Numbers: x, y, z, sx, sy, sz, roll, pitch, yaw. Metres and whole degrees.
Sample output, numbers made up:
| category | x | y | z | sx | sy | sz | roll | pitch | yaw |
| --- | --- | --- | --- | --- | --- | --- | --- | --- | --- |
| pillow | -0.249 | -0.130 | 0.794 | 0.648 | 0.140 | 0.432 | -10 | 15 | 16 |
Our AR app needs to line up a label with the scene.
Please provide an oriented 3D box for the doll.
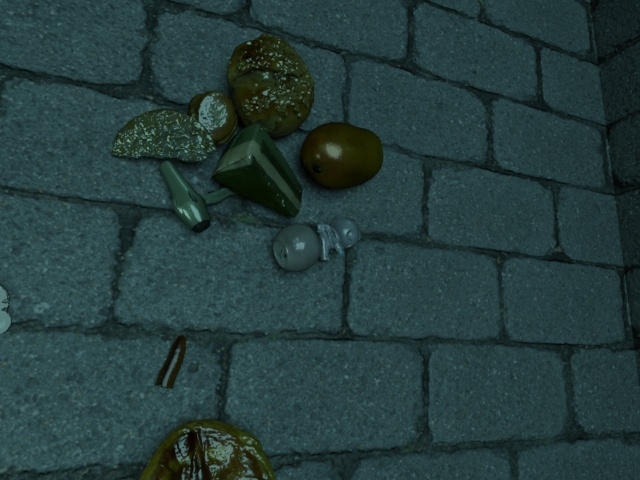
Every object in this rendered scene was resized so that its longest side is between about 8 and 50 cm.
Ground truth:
| category | x | y | z | sx | sy | sz | roll | pitch | yaw |
| --- | --- | --- | --- | --- | --- | --- | --- | --- | --- |
| doll | 0.000 | 0.000 | 1.403 | 0.287 | 0.151 | 0.151 | -17 | 85 | -29 |

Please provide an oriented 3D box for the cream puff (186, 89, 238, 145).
| category | x | y | z | sx | sy | sz | roll | pitch | yaw |
| --- | --- | --- | --- | --- | --- | --- | --- | --- | --- |
| cream puff | -0.320 | -0.355 | 1.350 | 0.150 | 0.115 | 0.165 | 45 | 75 | -24 |

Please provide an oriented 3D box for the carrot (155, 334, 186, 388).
| category | x | y | z | sx | sy | sz | roll | pitch | yaw |
| --- | --- | --- | --- | --- | --- | --- | --- | --- | --- |
| carrot | -0.383 | 0.317 | 1.215 | 0.048 | 0.048 | 0.139 | 25 | 69 | -16 |

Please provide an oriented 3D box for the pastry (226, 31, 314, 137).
| category | x | y | z | sx | sy | sz | roll | pitch | yaw |
| --- | --- | --- | --- | --- | --- | --- | --- | --- | --- |
| pastry | -0.140 | -0.484 | 1.414 | 0.284 | 0.184 | 0.316 | 3 | 76 | -29 |

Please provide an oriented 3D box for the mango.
| category | x | y | z | sx | sy | sz | roll | pitch | yaw |
| --- | --- | --- | --- | --- | --- | --- | --- | --- | --- |
| mango | 0.082 | -0.274 | 1.484 | 0.317 | 0.173 | 0.212 | -16 | 79 | -38 |

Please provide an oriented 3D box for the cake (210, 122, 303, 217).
| category | x | y | z | sx | sy | sz | roll | pitch | yaw |
| --- | --- | --- | --- | --- | --- | --- | --- | --- | --- |
| cake | -0.145 | -0.201 | 1.348 | 0.283 | 0.172 | 0.158 | 28 | 55 | -18 |

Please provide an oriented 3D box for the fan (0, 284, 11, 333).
| category | x | y | z | sx | sy | sz | roll | pitch | yaw |
| --- | --- | --- | --- | --- | --- | --- | --- | --- | --- |
| fan | -0.818 | 0.116 | 1.092 | 0.152 | 0.008 | 0.227 | -3 | 80 | -23 |

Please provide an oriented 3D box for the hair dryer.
| category | x | y | z | sx | sy | sz | roll | pitch | yaw |
| --- | --- | --- | --- | --- | --- | --- | --- | --- | --- |
| hair dryer | -0.354 | -0.157 | 1.327 | 0.219 | 0.088 | 0.225 | 42 | 53 | -5 |

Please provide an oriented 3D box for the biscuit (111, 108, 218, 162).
| category | x | y | z | sx | sy | sz | roll | pitch | yaw |
| --- | --- | --- | --- | --- | --- | --- | --- | --- | --- |
| biscuit | -0.426 | -0.290 | 1.274 | 0.289 | 0.038 | 0.142 | 3 | 103 | -3 |

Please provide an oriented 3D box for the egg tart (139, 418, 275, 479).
| category | x | y | z | sx | sy | sz | roll | pitch | yaw |
| --- | --- | --- | --- | --- | --- | --- | --- | --- | --- |
| egg tart | -0.268 | 0.617 | 1.111 | 0.339 | 0.153 | 0.352 | -33 | 80 | -40 |
